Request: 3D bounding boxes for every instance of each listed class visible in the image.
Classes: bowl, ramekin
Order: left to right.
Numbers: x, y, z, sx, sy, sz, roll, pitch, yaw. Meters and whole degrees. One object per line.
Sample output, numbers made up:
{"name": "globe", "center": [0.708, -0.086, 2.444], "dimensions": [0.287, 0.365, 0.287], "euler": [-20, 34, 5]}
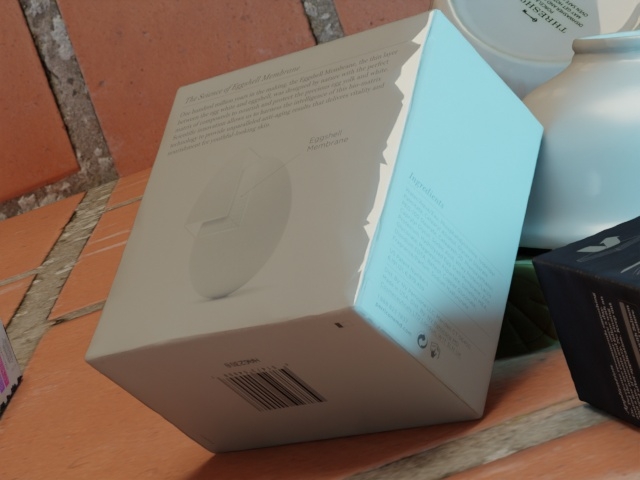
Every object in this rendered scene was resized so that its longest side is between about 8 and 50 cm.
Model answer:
{"name": "ramekin", "center": [0.234, -0.221, 1.868], "dimensions": [0.273, 0.273, 0.127], "euler": [-21, -33, -11]}
{"name": "bowl", "center": [0.251, -0.080, 1.252], "dimensions": [0.298, 0.134, 0.298], "euler": [-6, 8, 1]}

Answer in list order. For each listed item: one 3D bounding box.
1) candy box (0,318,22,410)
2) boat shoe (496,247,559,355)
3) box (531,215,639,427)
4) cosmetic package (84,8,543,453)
{"name": "candy box", "center": [-0.369, 0.139, 1.639], "dimensions": [0.165, 0.070, 0.196], "euler": [-19, 8, 0]}
{"name": "boat shoe", "center": [0.087, 0.043, 1.250], "dimensions": [0.223, 0.080, 0.073], "euler": [-6, 10, 38]}
{"name": "box", "center": [0.220, 0.030, 0.965], "dimensions": [0.156, 0.093, 0.158], "euler": [-21, 10, -11]}
{"name": "cosmetic package", "center": [0.000, 0.000, 1.159], "dimensions": [0.224, 0.138, 0.225], "euler": [-12, 50, 38]}
